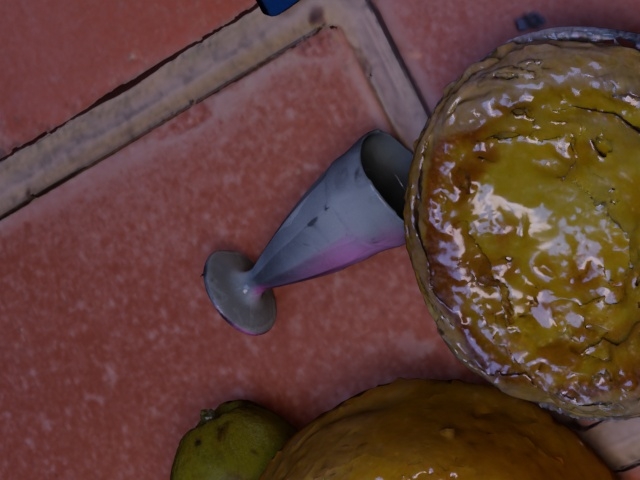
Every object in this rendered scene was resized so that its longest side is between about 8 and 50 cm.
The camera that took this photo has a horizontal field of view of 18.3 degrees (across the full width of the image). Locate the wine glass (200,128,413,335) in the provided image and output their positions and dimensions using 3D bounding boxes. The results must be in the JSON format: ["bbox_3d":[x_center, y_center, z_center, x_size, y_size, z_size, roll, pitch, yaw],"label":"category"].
[{"bbox_3d":[0.000,0.000,1.268,0.155,0.073,0.073,-37,81,34],"label":"wine glass"}]

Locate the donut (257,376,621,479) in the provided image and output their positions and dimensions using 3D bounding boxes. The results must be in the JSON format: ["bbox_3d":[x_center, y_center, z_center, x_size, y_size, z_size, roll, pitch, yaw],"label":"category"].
[{"bbox_3d":[0.073,0.227,1.198,0.277,0.108,0.277,2,107,8],"label":"donut"}]

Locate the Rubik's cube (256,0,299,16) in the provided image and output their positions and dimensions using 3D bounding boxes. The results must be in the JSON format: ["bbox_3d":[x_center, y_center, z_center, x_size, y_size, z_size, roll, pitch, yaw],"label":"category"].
[{"bbox_3d":[-0.043,-0.233,1.146,0.284,0.234,0.250,38,117,18],"label":"Rubik's cube"}]

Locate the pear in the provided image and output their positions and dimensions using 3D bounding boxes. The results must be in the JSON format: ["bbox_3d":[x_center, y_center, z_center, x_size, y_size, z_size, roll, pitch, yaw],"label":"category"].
[{"bbox_3d":[-0.047,0.169,1.307,0.107,0.107,0.131,-35,86,31],"label":"pear"}]

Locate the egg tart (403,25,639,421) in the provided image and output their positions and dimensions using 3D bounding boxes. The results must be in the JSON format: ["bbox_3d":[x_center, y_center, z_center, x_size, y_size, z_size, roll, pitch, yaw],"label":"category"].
[{"bbox_3d":[0.158,-0.011,1.157,0.234,0.094,0.234,7,105,26],"label":"egg tart"}]
